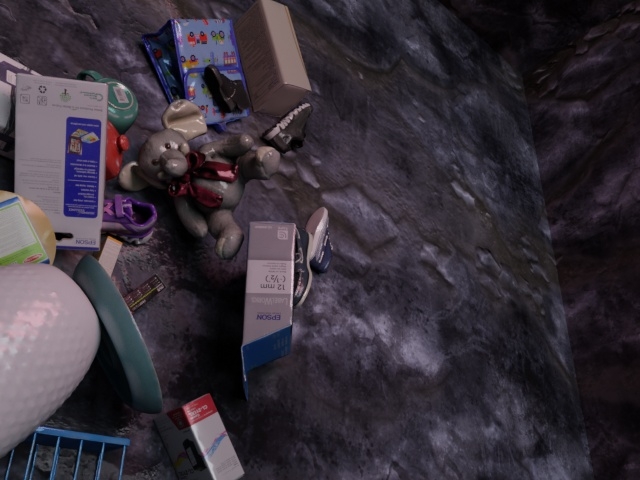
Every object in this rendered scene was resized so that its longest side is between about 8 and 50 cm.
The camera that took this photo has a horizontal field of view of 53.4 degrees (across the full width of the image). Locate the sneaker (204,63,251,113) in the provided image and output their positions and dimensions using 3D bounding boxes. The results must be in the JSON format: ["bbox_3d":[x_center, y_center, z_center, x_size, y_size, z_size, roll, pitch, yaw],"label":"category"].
[{"bbox_3d":[-0.245,-0.410,1.700,0.089,0.051,0.170,-53,137,-32],"label":"sneaker"}]

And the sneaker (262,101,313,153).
[{"bbox_3d":[-0.079,-0.333,1.924,0.106,0.078,0.234,52,45,-12],"label":"sneaker"}]

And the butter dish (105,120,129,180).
[{"bbox_3d":[-0.474,-0.203,1.380,0.160,0.118,0.160,68,14,-63],"label":"butter dish"}]

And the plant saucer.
[{"bbox_3d":[-0.379,0.179,1.156,0.043,0.317,0.318,-25,85,-28],"label":"plant saucer"}]

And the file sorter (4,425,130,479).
[{"bbox_3d":[-0.440,0.392,1.101,0.170,0.118,0.105,22,57,-35],"label":"file sorter"}]

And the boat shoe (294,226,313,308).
[{"bbox_3d":[-0.070,0.062,1.678,0.079,0.095,0.255,32,46,-30],"label":"boat shoe"}]

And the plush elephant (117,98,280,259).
[{"bbox_3d":[-0.296,-0.161,1.451,0.255,0.272,0.330,24,8,-40],"label":"plush elephant"}]

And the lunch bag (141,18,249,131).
[{"bbox_3d":[-0.319,-0.436,1.728,0.221,0.138,0.293,-25,102,-49],"label":"lunch bag"}]

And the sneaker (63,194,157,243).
[{"bbox_3d":[-0.454,-0.058,1.363,0.236,0.104,0.095,8,65,-38],"label":"sneaker"}]

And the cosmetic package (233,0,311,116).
[{"bbox_3d":[-0.150,-0.549,1.917,0.113,0.160,0.310,2,67,-45],"label":"cosmetic package"}]

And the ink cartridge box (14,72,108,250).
[{"bbox_3d":[-0.507,-0.149,1.247,0.165,0.065,0.333,4,101,-16],"label":"ink cartridge box"}]

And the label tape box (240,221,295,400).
[{"bbox_3d":[-0.113,0.165,1.429,0.115,0.249,0.348,1,66,-3],"label":"label tape box"}]

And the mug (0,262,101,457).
[{"bbox_3d":[-0.564,0.166,1.006,0.374,0.276,0.328,29,44,24],"label":"mug"}]

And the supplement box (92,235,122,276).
[{"bbox_3d":[-0.456,0.048,1.329,0.036,0.062,0.098,31,47,-29],"label":"supplement box"}]

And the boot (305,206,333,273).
[{"bbox_3d":[0.000,0.000,1.815,0.086,0.069,0.190,40,52,-30],"label":"boot"}]

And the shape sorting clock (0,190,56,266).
[{"bbox_3d":[-0.603,0.010,1.184,0.206,0.040,0.206,4,83,-30],"label":"shape sorting clock"}]

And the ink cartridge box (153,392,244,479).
[{"bbox_3d":[-0.244,0.411,1.272,0.072,0.127,0.175,-18,80,-47],"label":"ink cartridge box"}]

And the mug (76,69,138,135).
[{"bbox_3d":[-0.501,-0.319,1.476,0.157,0.097,0.130,35,47,-26],"label":"mug"}]

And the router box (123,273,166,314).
[{"bbox_3d":[-0.391,0.129,1.323,0.038,0.092,0.122,54,42,-6],"label":"router box"}]

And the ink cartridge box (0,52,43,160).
[{"bbox_3d":[-0.649,-0.276,1.286,0.237,0.100,0.172,27,50,-41],"label":"ink cartridge box"}]
